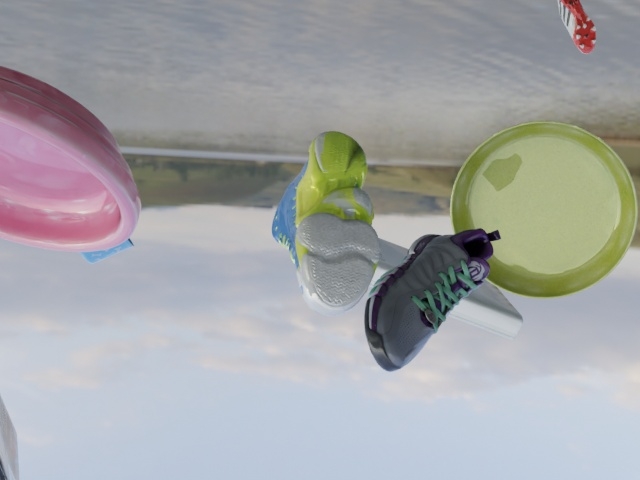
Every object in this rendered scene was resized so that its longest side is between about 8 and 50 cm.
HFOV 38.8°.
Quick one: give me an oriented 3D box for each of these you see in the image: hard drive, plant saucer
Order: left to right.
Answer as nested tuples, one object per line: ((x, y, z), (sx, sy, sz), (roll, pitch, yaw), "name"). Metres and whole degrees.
((-0.362, -0.099, 1.049), (0.331, 0.084, 0.332), (11, 154, 5), "plant saucer")
((0.132, 0.049, 1.354), (0.307, 0.040, 0.203), (21, -168, -9), "hard drive")
((0.295, -0.042, 1.208), (0.240, 0.241, 0.037), (5, -164, 14), "plant saucer")

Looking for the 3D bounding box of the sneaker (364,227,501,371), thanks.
((0.123, 0.049, 0.967), (0.098, 0.083, 0.224), (-20, -158, 35), "sneaker")

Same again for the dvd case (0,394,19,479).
((-0.173, 0.069, 0.445), (0.013, 0.120, 0.087), (-21, -156, -13), "dvd case")

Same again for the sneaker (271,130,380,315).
((0.000, 0.000, 0.976), (0.091, 0.240, 0.126), (23, 137, -17), "sneaker")

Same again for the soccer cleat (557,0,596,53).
((0.299, -0.259, 1.065), (0.029, 0.083, 0.035), (-27, -171, -1), "soccer cleat")

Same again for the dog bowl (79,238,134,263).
((-0.407, -0.091, 1.414), (0.074, 0.297, 0.166), (-35, -175, -7), "dog bowl")
